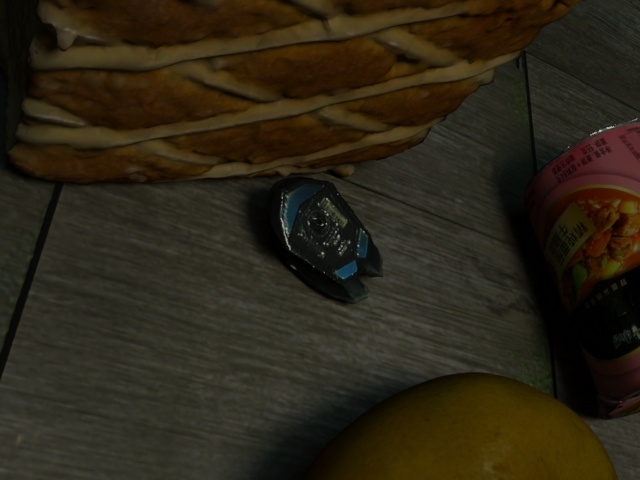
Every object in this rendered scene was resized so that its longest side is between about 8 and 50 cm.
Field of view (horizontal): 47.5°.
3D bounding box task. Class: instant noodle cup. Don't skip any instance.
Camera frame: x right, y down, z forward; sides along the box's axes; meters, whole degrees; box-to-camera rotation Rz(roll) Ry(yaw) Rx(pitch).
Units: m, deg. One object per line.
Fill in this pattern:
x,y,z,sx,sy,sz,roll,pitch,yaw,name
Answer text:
0.336,0.025,0.744,0.243,0.244,0.255,-4,59,-33,instant noodle cup

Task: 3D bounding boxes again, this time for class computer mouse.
0.000,0.000,0.644,0.135,0.047,0.079,43,62,-19,computer mouse

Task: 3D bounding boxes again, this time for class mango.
0.107,0.205,0.523,0.317,0.173,0.211,-15,74,-43,mango

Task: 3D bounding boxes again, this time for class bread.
-0.042,-0.231,0.538,0.389,0.371,0.280,-3,71,-29,bread
